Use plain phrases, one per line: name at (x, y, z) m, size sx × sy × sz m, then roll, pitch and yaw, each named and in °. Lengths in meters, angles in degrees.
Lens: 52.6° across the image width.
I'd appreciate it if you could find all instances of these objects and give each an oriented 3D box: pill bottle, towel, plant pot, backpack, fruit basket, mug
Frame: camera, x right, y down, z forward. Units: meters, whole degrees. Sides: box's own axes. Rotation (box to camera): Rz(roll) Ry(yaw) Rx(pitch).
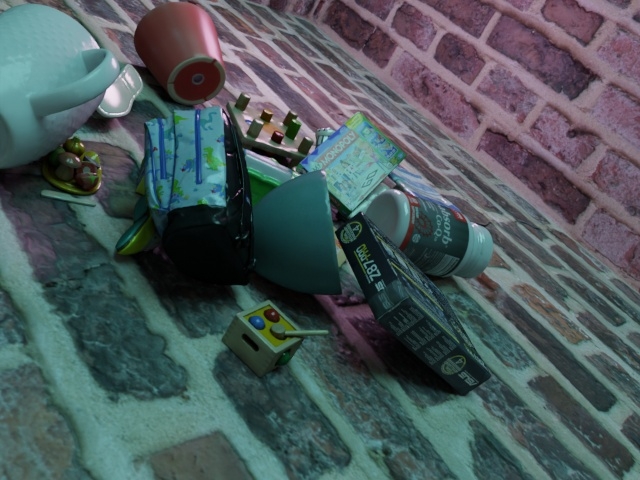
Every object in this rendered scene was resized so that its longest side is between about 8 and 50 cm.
pill bottle at (0.319, -0.008, 1.916) m, size 0.363 × 0.210 × 0.210 m, roll 15°, pitch 30°, yaw -29°
towel at (0.316, -0.169, 2.096) m, size 0.209 × 0.034 × 0.285 m, roll 18°, pitch 21°, yaw -33°
plant pot at (-0.065, -0.006, 1.487) m, size 0.195 × 0.290 × 0.290 m, roll -8°, pitch 32°, yaw 1°
backpack at (-0.252, -0.116, 1.354) m, size 0.273 × 0.290 × 0.355 m, roll 3°, pitch 65°, yaw 7°
fruit basket at (-0.170, -0.179, 1.748) m, size 0.327 × 0.165 × 0.353 m, roll 24°, pitch 23°, yaw -12°
mug at (-0.588, -0.309, 1.325) m, size 0.374 × 0.276 × 0.328 m, roll -8°, pitch 35°, yaw 14°
plant pot at (-0.435, -0.589, 2.093) m, size 0.275 × 0.275 × 0.243 m, roll 5°, pitch 46°, yaw -43°

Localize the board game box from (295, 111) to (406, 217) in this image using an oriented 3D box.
board game box at (0.099, -0.241, 2.002) m, size 0.213 × 0.046 × 0.317 m, roll 43°, pitch 57°, yaw 1°

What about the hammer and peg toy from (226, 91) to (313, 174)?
hammer and peg toy at (-0.155, -0.320, 2.045) m, size 0.266 × 0.127 × 0.361 m, roll 15°, pitch 31°, yaw -30°

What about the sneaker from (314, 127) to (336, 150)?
sneaker at (0.047, -0.225, 2.129) m, size 0.281 × 0.106 × 0.162 m, roll 47°, pitch 49°, yaw -42°

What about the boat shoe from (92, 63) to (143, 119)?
boat shoe at (-0.576, -0.395, 1.771) m, size 0.305 × 0.091 × 0.109 m, roll -84°, pitch 149°, yaw -59°

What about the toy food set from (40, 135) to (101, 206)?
toy food set at (-0.541, -0.168, 1.433) m, size 0.128 × 0.071 × 0.218 m, roll 16°, pitch 30°, yaw -28°

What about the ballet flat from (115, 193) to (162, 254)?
ballet flat at (-0.369, -0.024, 1.375) m, size 0.077 × 0.077 × 0.231 m, roll 46°, pitch 18°, yaw -24°

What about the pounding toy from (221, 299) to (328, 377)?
pounding toy at (-0.087, 0.187, 1.266) m, size 0.141 × 0.100 × 0.130 m, roll 40°, pitch 28°, yaw 18°

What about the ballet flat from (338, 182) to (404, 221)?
ballet flat at (0.207, -0.134, 2.106) m, size 0.400 × 0.139 × 0.139 m, roll -4°, pitch 43°, yaw -49°

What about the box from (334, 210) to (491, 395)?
box at (0.218, 0.147, 1.516) m, size 0.395 × 0.097 × 0.318 m, roll 42°, pitch 14°, yaw -38°

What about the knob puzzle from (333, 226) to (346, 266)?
knob puzzle at (0.000, 0.000, 1.765) m, size 0.213 × 0.030 × 0.213 m, roll 24°, pitch 27°, yaw -13°

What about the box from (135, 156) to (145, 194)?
box at (-0.402, -0.184, 1.566) m, size 0.042 × 0.109 × 0.178 m, roll 24°, pitch 27°, yaw -23°
